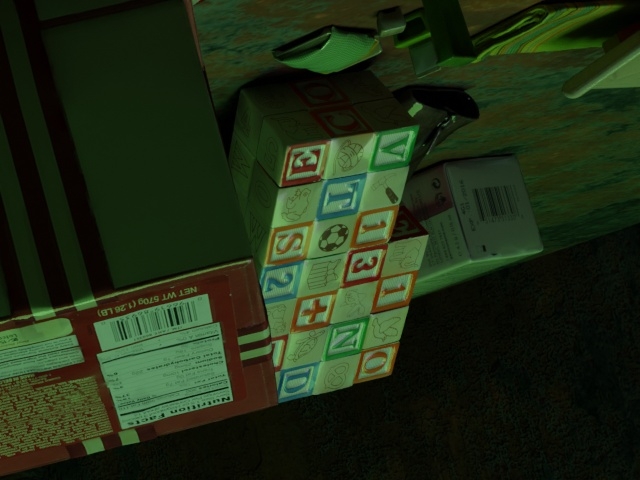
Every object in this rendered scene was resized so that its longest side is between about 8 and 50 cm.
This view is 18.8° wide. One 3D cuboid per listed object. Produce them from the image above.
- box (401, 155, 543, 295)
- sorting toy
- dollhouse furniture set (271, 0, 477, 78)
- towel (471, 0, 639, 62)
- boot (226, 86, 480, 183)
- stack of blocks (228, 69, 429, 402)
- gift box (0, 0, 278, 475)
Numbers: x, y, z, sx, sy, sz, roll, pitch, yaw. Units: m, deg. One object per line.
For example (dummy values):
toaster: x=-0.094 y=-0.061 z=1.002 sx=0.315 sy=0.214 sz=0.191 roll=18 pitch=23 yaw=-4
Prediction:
box: x=0.131 y=-0.009 z=2.375 sx=0.232 sy=0.127 sz=0.148 roll=-22 pitch=170 yaw=43
sorting toy: x=0.331 y=-0.192 z=1.705 sx=0.208 sy=0.038 sz=0.193 roll=-14 pitch=163 yaw=-49
dollhouse furniture set: x=0.045 y=-0.141 z=1.489 sx=0.151 sy=0.059 sz=0.076 roll=-20 pitch=171 yaw=33
towel: x=0.241 y=-0.187 z=1.692 sx=0.237 sy=0.021 sz=0.102 roll=-9 pitch=171 yaw=-41
boot: x=0.011 y=-0.090 z=1.831 sx=0.207 sy=0.090 sz=0.248 roll=-38 pitch=156 yaw=33
stack of blocks: x=0.000 y=0.000 z=1.696 sx=0.171 sy=0.087 sz=0.297 roll=-12 pitch=133 yaw=-29
gift box: x=-0.155 y=-0.038 z=1.148 sx=0.255 sy=0.258 sz=0.276 roll=-12 pitch=152 yaw=-9
